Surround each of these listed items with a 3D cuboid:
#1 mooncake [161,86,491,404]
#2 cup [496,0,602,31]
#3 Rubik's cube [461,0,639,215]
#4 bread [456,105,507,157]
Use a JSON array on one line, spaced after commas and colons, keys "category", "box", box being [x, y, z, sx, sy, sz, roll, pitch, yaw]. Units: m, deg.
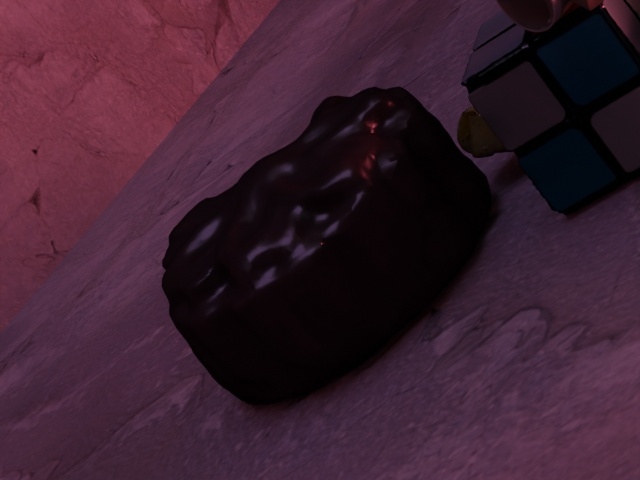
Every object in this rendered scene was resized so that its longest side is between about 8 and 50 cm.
[{"category": "mooncake", "box": [0.000, 0.000, 1.654, 0.381, 0.212, 0.350, -44, 22, -5]}, {"category": "cup", "box": [0.223, -0.253, 1.378, 0.099, 0.074, 0.102, -47, 18, -24]}, {"category": "Rubik's cube", "box": [0.265, -0.161, 1.499, 0.167, 0.183, 0.180, -33, 15, 28]}, {"category": "bread", "box": [0.230, -0.138, 1.696, 0.156, 0.064, 0.117, -19, 11, 17]}]
